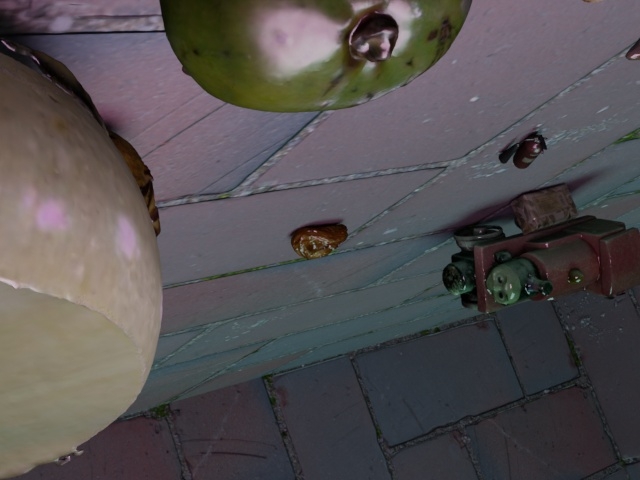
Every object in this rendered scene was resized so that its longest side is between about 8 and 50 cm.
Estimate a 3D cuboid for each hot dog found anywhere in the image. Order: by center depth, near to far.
[{"bbox_3d":[0.000,0.000,1.256,0.083,0.035,0.058,-8,159,-45],"label":"hot dog"}]

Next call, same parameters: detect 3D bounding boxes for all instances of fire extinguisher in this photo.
[{"bbox_3d":[0.249,-0.113,1.191,0.046,0.032,0.100,15,167,1],"label":"fire extinguisher"}]

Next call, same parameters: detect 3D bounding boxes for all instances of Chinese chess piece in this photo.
[{"bbox_3d":[-0.260,0.028,0.508,0.350,0.146,0.349,-10,152,-5],"label":"Chinese chess piece"}]

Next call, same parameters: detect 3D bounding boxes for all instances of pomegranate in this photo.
[{"bbox_3d":[-0.013,-0.121,0.477,0.152,0.130,0.191,-6,174,-24],"label":"pomegranate"}]

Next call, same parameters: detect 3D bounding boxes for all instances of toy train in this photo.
[{"bbox_3d":[0.361,0.039,1.592,0.305,0.150,0.221,-15,-165,-28],"label":"toy train"}]

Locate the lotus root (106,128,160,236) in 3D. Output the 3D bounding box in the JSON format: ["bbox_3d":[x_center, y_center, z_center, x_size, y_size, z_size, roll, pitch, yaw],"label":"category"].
[{"bbox_3d":[-0.206,-0.033,0.669,0.191,0.094,0.108,5,115,-39],"label":"lotus root"}]

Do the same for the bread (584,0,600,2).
[{"bbox_3d":[0.186,-0.196,0.600,0.083,0.070,0.077,-26,166,37],"label":"bread"}]

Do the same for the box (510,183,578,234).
[{"bbox_3d":[0.359,-0.050,1.547,0.098,0.062,0.045,-13,167,-27],"label":"box"}]

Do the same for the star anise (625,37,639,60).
[{"bbox_3d":[0.287,-0.179,0.589,0.197,0.073,0.212,-16,-142,48],"label":"star anise"}]
